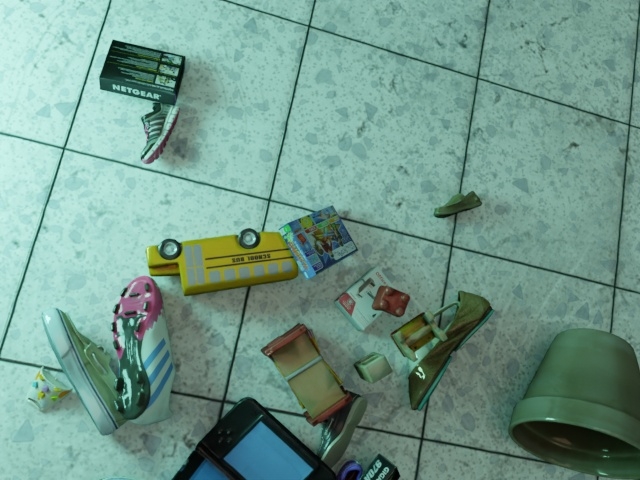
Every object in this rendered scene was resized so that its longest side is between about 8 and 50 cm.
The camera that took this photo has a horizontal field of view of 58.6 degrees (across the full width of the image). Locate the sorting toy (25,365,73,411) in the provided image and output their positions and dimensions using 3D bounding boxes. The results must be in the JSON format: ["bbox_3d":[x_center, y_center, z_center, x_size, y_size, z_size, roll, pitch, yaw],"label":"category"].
[{"bbox_3d":[-0.602,0.332,1.243,0.083,0.045,0.075,38,94,-4],"label":"sorting toy"}]

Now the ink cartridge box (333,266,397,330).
[{"bbox_3d":[0.117,0.145,1.420,0.135,0.056,0.099,-41,90,-15],"label":"ink cartridge box"}]

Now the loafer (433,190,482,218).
[{"bbox_3d":[0.360,-0.096,1.519,0.148,0.056,0.050,-15,83,-24],"label":"loafer"}]

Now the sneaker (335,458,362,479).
[{"bbox_3d":[0.041,0.586,1.318,0.068,0.071,0.169,32,76,-5],"label":"sneaker"}]

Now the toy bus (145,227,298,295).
[{"bbox_3d":[-0.229,0.050,1.335,0.333,0.108,0.130,-8,84,-14],"label":"toy bus"}]

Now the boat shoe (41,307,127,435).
[{"bbox_3d":[-0.505,0.275,1.248,0.094,0.109,0.302,-29,96,-31],"label":"boat shoe"}]

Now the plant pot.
[{"bbox_3d":[0.647,0.381,1.392,0.323,0.323,0.280,27,59,-7],"label":"plant pot"}]

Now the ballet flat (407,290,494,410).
[{"bbox_3d":[0.293,0.257,1.421,0.124,0.116,0.342,37,73,17],"label":"ballet flat"}]

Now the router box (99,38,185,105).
[{"bbox_3d":[-0.429,-0.407,1.383,0.179,0.046,0.133,11,59,-10],"label":"router box"}]

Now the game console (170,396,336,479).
[{"bbox_3d":[-0.147,0.537,1.225,0.293,0.173,0.250,43,95,-3],"label":"game console"}]

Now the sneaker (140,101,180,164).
[{"bbox_3d":[-0.404,-0.263,1.375,0.075,0.063,0.170,23,71,-8],"label":"sneaker"}]

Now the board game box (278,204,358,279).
[{"bbox_3d":[0.000,0.000,1.371,0.201,0.035,0.136,-25,84,-54],"label":"board game box"}]

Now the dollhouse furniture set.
[{"bbox_3d":[0.072,0.239,1.327,0.374,0.152,0.201,-31,88,-10],"label":"dollhouse furniture set"}]

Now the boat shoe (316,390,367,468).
[{"bbox_3d":[0.035,0.454,1.357,0.065,0.075,0.206,25,78,37],"label":"boat shoe"}]

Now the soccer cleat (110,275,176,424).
[{"bbox_3d":[-0.387,0.246,1.276,0.116,0.143,0.331,-16,61,18],"label":"soccer cleat"}]

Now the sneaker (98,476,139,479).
[{"bbox_3d":[-0.353,0.612,1.188,0.330,0.147,0.129,35,75,-4],"label":"sneaker"}]

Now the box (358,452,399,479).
[{"bbox_3d":[0.090,0.590,1.275,0.051,0.175,0.220,34,72,26],"label":"box"}]
